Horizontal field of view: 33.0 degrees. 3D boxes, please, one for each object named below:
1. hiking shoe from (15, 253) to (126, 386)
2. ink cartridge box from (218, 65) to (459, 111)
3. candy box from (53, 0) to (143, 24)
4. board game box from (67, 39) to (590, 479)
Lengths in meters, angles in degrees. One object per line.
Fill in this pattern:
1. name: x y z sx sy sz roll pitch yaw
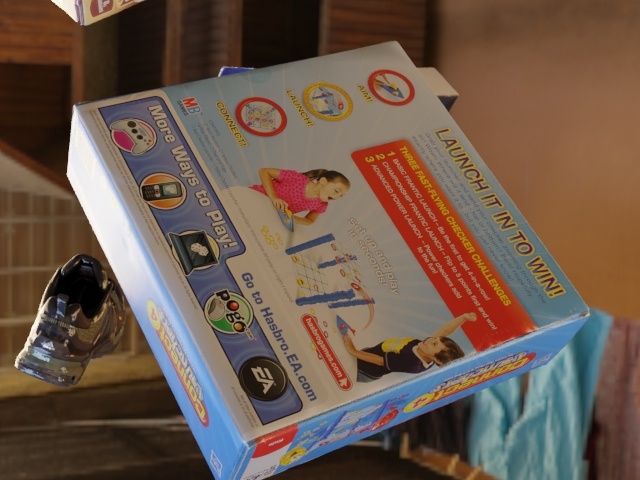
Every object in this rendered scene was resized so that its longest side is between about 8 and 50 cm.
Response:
1. hiking shoe: -0.243 0.066 1.139 0.086 0.114 0.227 23 -163 -5
2. ink cartridge box: 0.003 -0.125 1.283 0.333 0.165 0.065 -7 -130 -39
3. candy box: -0.098 -0.328 0.907 0.316 0.183 0.087 -31 -124 -29
4. board game box: 0.000 0.000 0.851 0.302 0.086 0.308 -16 -120 -28
